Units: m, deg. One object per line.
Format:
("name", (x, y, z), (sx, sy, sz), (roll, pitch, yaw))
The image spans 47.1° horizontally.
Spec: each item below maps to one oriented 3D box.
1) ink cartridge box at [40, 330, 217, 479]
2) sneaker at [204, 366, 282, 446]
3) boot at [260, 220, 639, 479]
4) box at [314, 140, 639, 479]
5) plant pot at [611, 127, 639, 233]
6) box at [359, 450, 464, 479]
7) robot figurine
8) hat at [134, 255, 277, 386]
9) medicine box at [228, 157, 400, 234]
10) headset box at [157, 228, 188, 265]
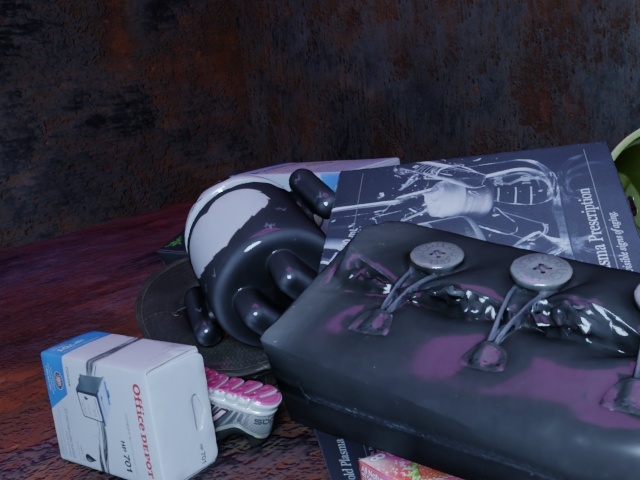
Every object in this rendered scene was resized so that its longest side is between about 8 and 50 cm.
("ink cartridge box", (-0.220, 0.187, 0.835), (0.190, 0.140, 0.082), (1, 14, 38))
("sneaker", (-0.126, 0.198, 0.865), (0.170, 0.075, 0.063), (9, 13, 21))
("boot", (0.233, 0.056, 0.506), (0.445, 0.146, 0.367), (5, 22, 43))
("box", (0.166, 0.069, 0.768), (0.312, 0.179, 0.343), (-6, 35, 14))
("plant pot", (0.537, -0.050, 1.253), (0.276, 0.276, 0.254), (-10, 1, -7))
("box", (0.151, 0.216, 0.477), (0.128, 0.123, 0.257), (-14, 13, -29))
("robot figurine", (-0.077, 0.023, 0.937), (0.209, 0.174, 0.278), (-15, 32, -15))
("hat", (-0.103, 0.127, 1.068), (0.331, 0.134, 0.331), (-6, 30, 3))
("medicine box", (0.000, 0.000, 1.285), (0.289, 0.264, 0.149), (3, 15, 43))
("headset box", (-0.157, 0.010, 1.513), (0.246, 0.131, 0.283), (4, 37, 44))
